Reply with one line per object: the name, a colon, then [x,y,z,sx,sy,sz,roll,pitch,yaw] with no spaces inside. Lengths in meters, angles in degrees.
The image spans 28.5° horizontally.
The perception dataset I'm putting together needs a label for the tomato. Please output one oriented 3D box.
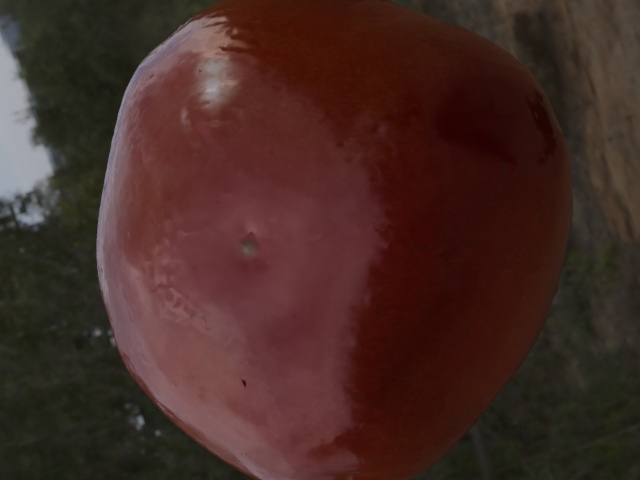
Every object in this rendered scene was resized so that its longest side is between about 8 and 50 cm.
tomato: [-0.004,-0.002,0.631,0.259,0.260,0.180,70,-165,6]
